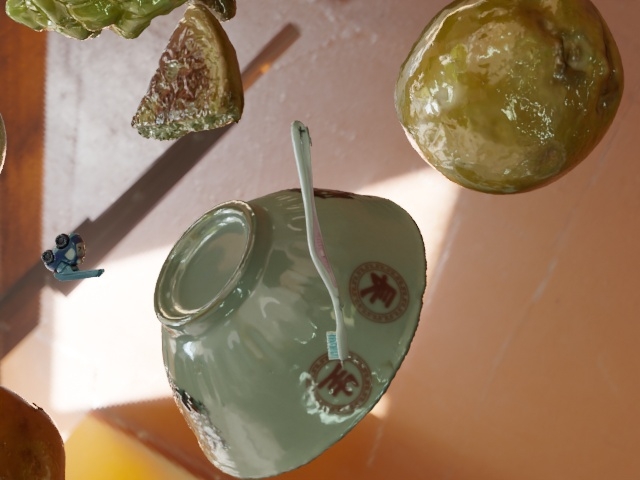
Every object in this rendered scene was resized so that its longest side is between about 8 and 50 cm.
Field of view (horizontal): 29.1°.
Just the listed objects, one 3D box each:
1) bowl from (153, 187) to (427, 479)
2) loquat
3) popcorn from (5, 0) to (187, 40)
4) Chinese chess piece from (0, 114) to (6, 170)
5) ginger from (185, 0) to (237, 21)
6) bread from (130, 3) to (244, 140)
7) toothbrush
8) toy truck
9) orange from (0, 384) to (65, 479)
[{"bbox_3d":[-0.066,0.058,1.268,0.337,0.337,0.157,-15,138,43],"label":"bowl"},{"bbox_3d":[0.232,-0.200,1.565,0.284,0.276,0.276,11,134,57],"label":"loquat"},{"bbox_3d":[-0.167,-0.278,0.966,0.259,0.259,0.212,-15,132,43],"label":"popcorn"},{"bbox_3d":[-0.452,-0.113,1.394,0.188,0.083,0.188,0,123,0],"label":"Chinese chess piece"},{"bbox_3d":[-0.165,-0.361,1.606,0.162,0.103,0.073,30,168,1],"label":"ginger"},{"bbox_3d":[-0.125,-0.172,1.237,0.154,0.136,0.054,-8,164,42],"label":"bread"},{"bbox_3d":[0.000,0.000,1.027,0.022,0.017,0.204,-9,90,30],"label":"toothbrush"},{"bbox_3d":[-0.391,0.034,1.962,0.090,0.056,0.073,41,99,7],"label":"toy truck"},{"bbox_3d":[-0.398,0.266,1.343,0.240,0.240,0.240,20,134,22],"label":"orange"}]
